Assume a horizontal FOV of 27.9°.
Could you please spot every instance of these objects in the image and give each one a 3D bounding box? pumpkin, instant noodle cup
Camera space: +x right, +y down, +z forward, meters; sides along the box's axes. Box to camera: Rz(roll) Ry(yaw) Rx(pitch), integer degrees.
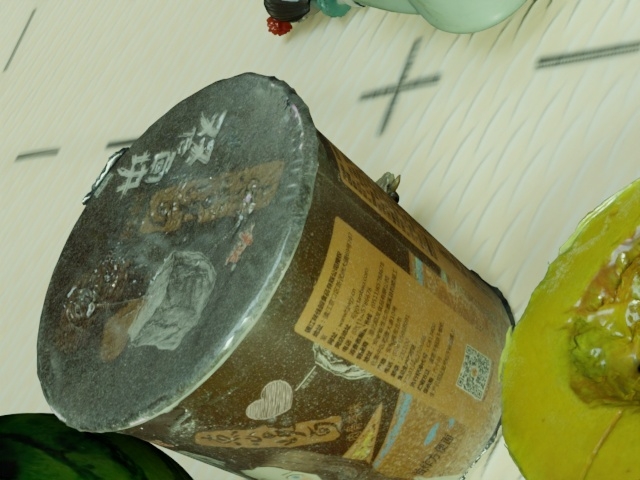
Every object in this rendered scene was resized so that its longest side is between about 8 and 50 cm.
[{"bbox_3d":[0.193,0.045,0.595,0.217,0.110,0.217,-44,26,29],"label":"pumpkin"},{"bbox_3d":[-0.016,0.047,0.735,0.217,0.207,0.217,-31,41,32],"label":"instant noodle cup"}]

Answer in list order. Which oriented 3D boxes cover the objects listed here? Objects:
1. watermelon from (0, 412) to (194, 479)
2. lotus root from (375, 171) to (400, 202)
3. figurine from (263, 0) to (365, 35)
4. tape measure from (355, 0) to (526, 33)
[{"bbox_3d":[-0.158,0.217,0.736,0.242,0.242,0.242,-30,42,31],"label":"watermelon"},{"bbox_3d":[0.000,0.000,0.872,0.152,0.063,0.072,-37,6,30],"label":"lotus root"},{"bbox_3d":[-0.004,-0.202,1.068,0.106,0.047,0.060,4,101,43],"label":"figurine"},{"bbox_3d":[0.110,-0.270,0.919,0.243,0.125,0.246,-53,37,-8],"label":"tape measure"}]
